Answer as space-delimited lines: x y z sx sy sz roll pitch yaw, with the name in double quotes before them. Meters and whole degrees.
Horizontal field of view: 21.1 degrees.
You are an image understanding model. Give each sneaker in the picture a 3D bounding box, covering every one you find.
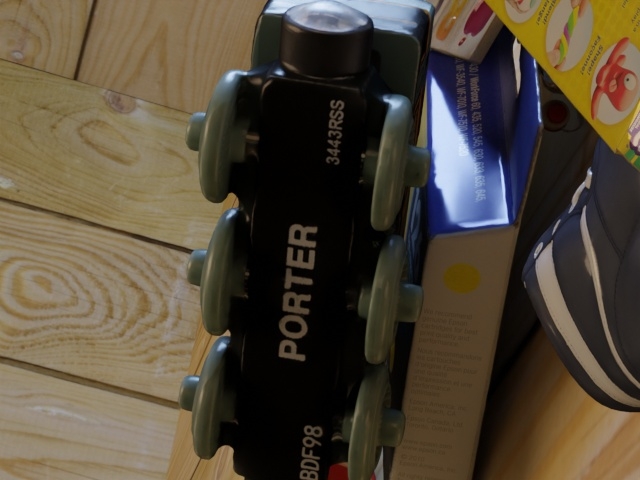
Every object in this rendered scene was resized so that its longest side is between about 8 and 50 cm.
"sneaker" 0.166 -0.056 0.791 0.153 0.099 0.282 129 152 -65

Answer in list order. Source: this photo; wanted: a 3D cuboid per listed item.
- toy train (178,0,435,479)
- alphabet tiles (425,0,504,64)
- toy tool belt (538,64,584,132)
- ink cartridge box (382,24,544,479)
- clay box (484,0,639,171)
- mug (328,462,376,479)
"toy train" 0.000 0.000 1.049 0.190 0.142 0.334 -67 -17 -61
"alphabet tiles" 0.166 -0.274 1.155 0.342 0.011 0.285 -59 16 4
"toy tool belt" 0.160 -0.114 1.106 0.051 0.052 0.083 105 179 -82
"ink cartridge box" 0.088 -0.024 1.177 0.304 0.072 0.307 -85 0 -57
"clay box" 0.131 -0.123 0.691 0.127 0.053 0.222 -64 32 25
"mug" 0.005 0.191 1.476 0.113 0.150 0.169 -35 22 9
